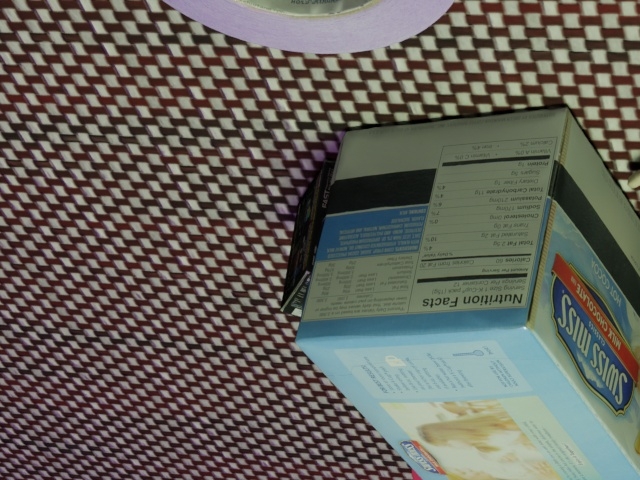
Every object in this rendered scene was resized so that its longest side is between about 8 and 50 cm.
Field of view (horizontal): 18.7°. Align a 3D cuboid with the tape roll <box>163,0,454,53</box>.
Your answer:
[{"bbox_3d":[-0.021,-0.254,1.424,0.275,0.090,0.275,10,149,6],"label":"tape roll"}]

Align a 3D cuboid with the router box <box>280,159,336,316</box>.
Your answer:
[{"bbox_3d":[0.000,0.000,1.811,0.038,0.122,0.092,14,151,-10],"label":"router box"}]

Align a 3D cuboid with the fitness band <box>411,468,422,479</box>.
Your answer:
[{"bbox_3d":[0.220,0.293,2.290,0.209,0.054,0.291,4,148,21],"label":"fitness band"}]

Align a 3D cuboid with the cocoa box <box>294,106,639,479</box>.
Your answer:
[{"bbox_3d":[0.169,0.077,1.764,0.231,0.228,0.347,-5,145,30],"label":"cocoa box"}]

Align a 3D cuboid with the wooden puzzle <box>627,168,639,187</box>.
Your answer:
[{"bbox_3d":[0.409,-0.038,1.634,0.239,0.044,0.221,21,155,-14],"label":"wooden puzzle"}]
